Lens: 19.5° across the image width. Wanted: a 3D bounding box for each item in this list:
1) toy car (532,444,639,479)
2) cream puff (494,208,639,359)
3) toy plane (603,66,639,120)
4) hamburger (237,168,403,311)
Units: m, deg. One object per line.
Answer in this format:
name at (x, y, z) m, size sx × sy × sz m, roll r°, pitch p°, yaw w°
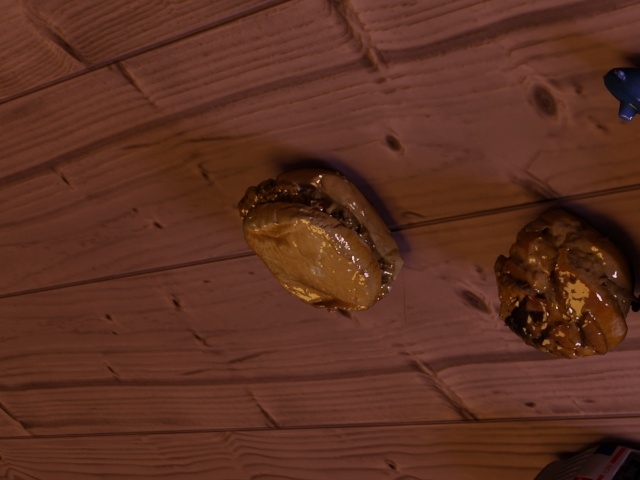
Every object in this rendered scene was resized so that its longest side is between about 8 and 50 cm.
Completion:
toy car at (0.277, 0.244, 1.745) m, size 0.108 × 0.089 × 0.209 m, roll 46°, pitch 154°, yaw -2°
cream puff at (0.199, 0.044, 1.547) m, size 0.119 × 0.104 × 0.133 m, roll 37°, pitch 152°, yaw -10°
toy plane at (0.278, -0.082, 1.341) m, size 0.167 × 0.054 × 0.062 m, roll 30°, pitch 174°, yaw 19°
hamburger at (0.000, 0.000, 1.731) m, size 0.138 × 0.083 × 0.147 m, roll -5°, pitch 130°, yaw 47°
